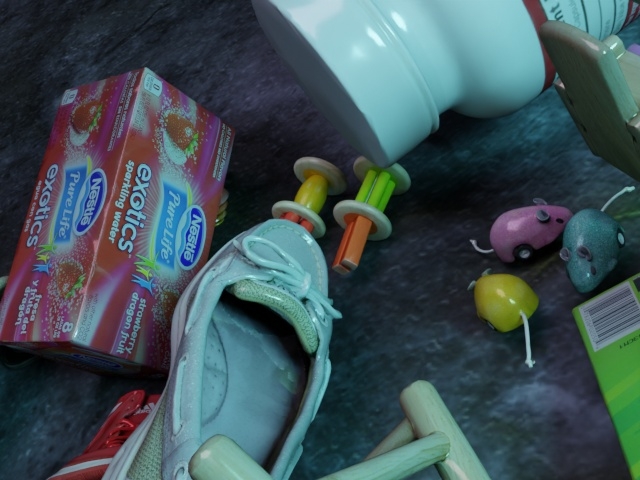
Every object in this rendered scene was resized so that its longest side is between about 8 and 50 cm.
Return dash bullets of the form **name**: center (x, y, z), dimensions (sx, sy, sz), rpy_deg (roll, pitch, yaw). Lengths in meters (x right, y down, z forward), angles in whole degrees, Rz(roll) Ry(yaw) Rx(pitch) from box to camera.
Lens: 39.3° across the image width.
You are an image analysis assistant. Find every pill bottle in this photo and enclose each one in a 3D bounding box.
- **pill bottle**: center (0.157, -0.247, 0.708), dimensions (0.408, 0.229, 0.229), rpy_deg (-38, 38, -3)

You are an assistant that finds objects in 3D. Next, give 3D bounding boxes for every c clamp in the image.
- **c clamp**: center (-0.280, 0.067, 0.969), dimensions (0.161, 0.022, 0.137), rpy_deg (-30, 44, 11)

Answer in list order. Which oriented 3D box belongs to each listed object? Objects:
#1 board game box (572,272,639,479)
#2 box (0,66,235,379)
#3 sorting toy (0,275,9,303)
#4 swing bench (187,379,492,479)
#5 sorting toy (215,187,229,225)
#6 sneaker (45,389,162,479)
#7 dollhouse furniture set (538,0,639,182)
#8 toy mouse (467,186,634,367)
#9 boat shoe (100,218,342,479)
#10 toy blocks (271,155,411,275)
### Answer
- **board game box**: center (0.213, 0.084, 0.455), dimensions (0.124, 0.039, 0.259), rpy_deg (-32, 19, 19)
- **box**: center (-0.183, -0.011, 0.824), dimensions (0.123, 0.128, 0.256), rpy_deg (-5, 66, 37)
- **sorting toy**: center (-0.365, 0.131, 0.836), dimensions (0.307, 0.041, 0.229), rpy_deg (-40, 18, 58)
- **swing bench**: center (0.009, 0.239, 0.357), dimensions (0.254, 0.165, 0.253), rpy_deg (50, 115, 23)
- **sorting toy**: center (-0.120, -0.043, 0.927), dimensions (0.061, 0.042, 0.102), rpy_deg (-17, 30, 6)
- **sneaker**: center (-0.145, 0.153, 0.668), dimensions (0.221, 0.087, 0.128), rpy_deg (-36, 24, 51)
- **dollhouse furniture set**: center (0.297, -0.144, 0.419), dimensions (0.303, 0.198, 0.286), rpy_deg (-42, 40, 1)
- **toy mouse**: center (0.158, 0.000, 0.625), dimensions (0.143, 0.031, 0.161), rpy_deg (-40, 22, 2)
- **boat shoe**: center (-0.043, 0.080, 0.584), dimensions (0.103, 0.118, 0.320), rpy_deg (-44, 11, 33)
- **toy blocks**: center (0.000, 0.000, 0.765), dimensions (0.123, 0.054, 0.148), rpy_deg (2, 57, 40)
